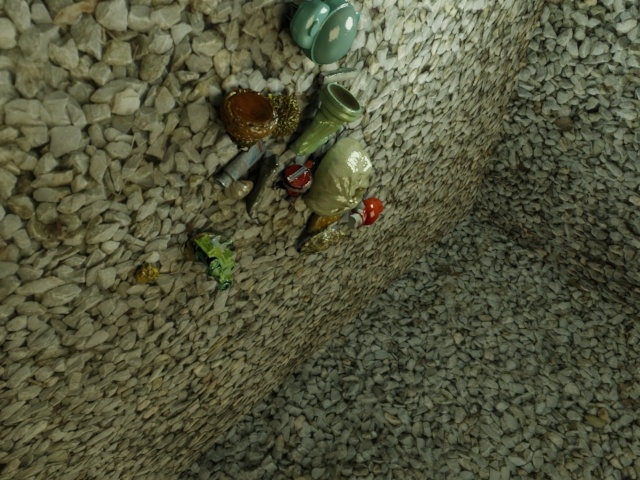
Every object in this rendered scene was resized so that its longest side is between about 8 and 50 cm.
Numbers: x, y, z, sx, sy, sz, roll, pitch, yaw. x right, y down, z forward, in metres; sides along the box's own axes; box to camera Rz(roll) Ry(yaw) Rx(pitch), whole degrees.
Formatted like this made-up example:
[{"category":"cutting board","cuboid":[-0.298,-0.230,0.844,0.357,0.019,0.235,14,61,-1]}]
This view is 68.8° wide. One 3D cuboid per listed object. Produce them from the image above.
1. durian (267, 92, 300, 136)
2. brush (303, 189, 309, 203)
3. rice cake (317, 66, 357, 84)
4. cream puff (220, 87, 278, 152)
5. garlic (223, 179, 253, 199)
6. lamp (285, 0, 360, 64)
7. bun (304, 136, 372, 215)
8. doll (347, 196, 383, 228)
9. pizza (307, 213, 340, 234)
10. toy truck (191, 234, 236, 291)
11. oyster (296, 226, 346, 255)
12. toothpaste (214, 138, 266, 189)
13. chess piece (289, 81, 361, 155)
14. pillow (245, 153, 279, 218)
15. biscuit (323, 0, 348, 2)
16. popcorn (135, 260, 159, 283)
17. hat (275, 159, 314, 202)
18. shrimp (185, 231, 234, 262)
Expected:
[{"category":"durian","cuboid":[-0.132,-0.444,1.634,0.146,0.102,0.208,-42,149,-4]},{"category":"brush","cuboid":[-0.036,-0.250,2.100,0.028,0.034,0.190,20,110,-22]},{"category":"rice cake","cuboid":[0.070,-0.625,1.778,0.207,0.036,0.047,-27,159,-38]},{"category":"cream puff","cuboid":[-0.240,-0.369,1.503,0.183,0.183,0.169,-30,167,-34]},{"category":"garlic","cuboid":[-0.302,-0.190,1.725,0.113,0.074,0.094,-32,162,-1]},{"category":"lamp","cuboid":[0.015,-0.668,1.488,0.284,0.147,0.209,2,129,-47]},{"category":"bun","cuboid":[0.102,-0.259,2.029,0.365,0.219,0.365,-56,170,-15]},{"category":"doll","cuboid":[0.255,-0.153,2.557,0.290,0.130,0.161,-34,147,-40]},{"category":"pizza","cuboid":[0.044,-0.141,2.328,0.292,0.058,0.197,-51,154,6]},{"category":"toy truck","cuboid":[-0.385,0.080,1.795,0.135,0.128,0.259,-36,149,-22]},{"category":"oyster","cuboid":[0.003,0.008,2.362,0.260,0.092,0.198,-34,167,-1]},{"category":"toothpaste","cuboid":[-0.278,-0.277,1.679,0.234,0.057,0.089,-47,156,-20]},{"category":"chess piece","cuboid":[0.010,-0.443,1.805,0.176,0.175,0.298,-12,152,-51]},{"category":"pillow","cuboid":[-0.225,-0.213,1.772,0.059,0.169,0.255,23,111,-19]},{"category":"biscuit","cuboid":[0.048,-0.735,1.612,0.118,0.029,0.247,-31,148,-19]},{"category":"popcorn","cuboid":[-0.617,0.109,1.656,0.084,0.084,0.084,-36,150,-25]},{"category":"hat","cuboid":[-0.105,-0.231,1.967,0.140,0.129,0.227,-64,180,-28]},{"category":"shrimp","cuboid":[-0.438,0.030,1.832,0.217,0.051,0.150,8,122,-51]}]
